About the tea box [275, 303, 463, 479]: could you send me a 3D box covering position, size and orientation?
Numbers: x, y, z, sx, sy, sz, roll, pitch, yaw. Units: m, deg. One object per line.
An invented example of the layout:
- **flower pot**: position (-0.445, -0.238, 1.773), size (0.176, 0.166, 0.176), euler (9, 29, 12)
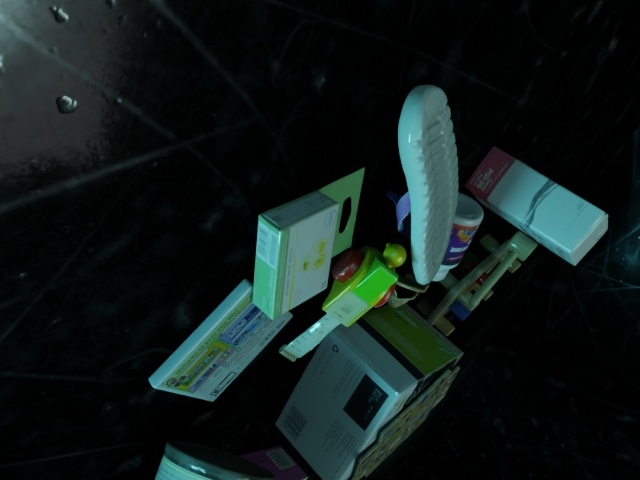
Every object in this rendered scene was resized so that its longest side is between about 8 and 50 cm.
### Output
- **tea box**: position (0.120, 0.359, 1.353), size (0.324, 0.220, 0.328), euler (-8, 133, -51)

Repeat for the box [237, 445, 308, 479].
- **box**: position (-0.185, 0.654, 1.391), size (0.243, 0.117, 0.214), euler (-54, 153, 6)

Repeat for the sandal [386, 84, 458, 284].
- **sandal**: position (0.176, -0.096, 1.001), size (0.169, 0.102, 0.416), euler (-49, 144, -34)

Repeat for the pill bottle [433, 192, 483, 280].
- **pill bottle**: position (0.278, -0.004, 1.247), size (0.108, 0.108, 0.193), euler (-25, 144, -39)

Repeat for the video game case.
- **video game case**: position (-0.154, 0.172, 0.922), size (0.212, 0.023, 0.193), euler (-46, 153, -4)

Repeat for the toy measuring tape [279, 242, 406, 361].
- **toy measuring tape**: position (0.041, 0.108, 1.068), size (0.330, 0.121, 0.121), euler (-44, 158, 28)

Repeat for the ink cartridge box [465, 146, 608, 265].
- **ink cartridge box**: position (0.502, -0.077, 1.292), size (0.117, 0.283, 0.207), euler (-54, 152, 8)

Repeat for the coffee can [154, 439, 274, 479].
- **coffee can**: position (-0.219, 0.512, 0.955), size (0.201, 0.202, 0.275), euler (52, 54, -63)

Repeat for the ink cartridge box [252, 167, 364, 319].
- **ink cartridge box**: position (0.000, 0.000, 0.870), size (0.235, 0.056, 0.171), euler (-27, 139, -38)

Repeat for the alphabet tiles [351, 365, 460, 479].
- **alphabet tiles**: position (0.203, 0.441, 1.328), size (0.343, 0.011, 0.285), euler (-33, 150, -28)

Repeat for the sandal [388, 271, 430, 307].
- **sandal**: position (0.193, 0.123, 1.304), size (0.079, 0.088, 0.240), euler (-62, 156, 10)

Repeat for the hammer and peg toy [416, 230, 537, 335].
- **hammer and peg toy**: position (0.408, 0.101, 1.497), size (0.266, 0.127, 0.361), euler (-36, 161, -25)
